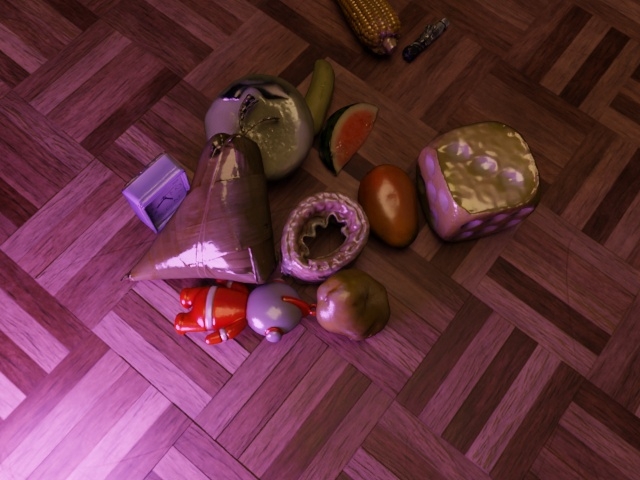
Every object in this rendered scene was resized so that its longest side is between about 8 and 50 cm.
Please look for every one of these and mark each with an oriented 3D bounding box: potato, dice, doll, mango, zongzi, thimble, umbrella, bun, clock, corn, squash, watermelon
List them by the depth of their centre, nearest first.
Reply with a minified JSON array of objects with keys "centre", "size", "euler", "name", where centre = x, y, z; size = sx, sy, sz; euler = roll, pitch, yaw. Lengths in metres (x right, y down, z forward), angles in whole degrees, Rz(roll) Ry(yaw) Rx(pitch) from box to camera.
[{"centre":[0.077,0.149,1.365],"size":[0.137,0.200,0.155],"euler":[-34,52,31],"name":"potato"},{"centre":[-0.170,0.164,1.379],"size":[0.336,0.105,0.200],"euler":[-2,46,2],"name":"doll"},{"centre":[-0.299,-0.114,1.379],"size":[0.418,0.181,0.447],"euler":[-4,94,10],"name":"zongzi"},{"centre":[-0.392,-0.115,1.428],"size":[0.073,0.193,0.144],"euler":[41,74,10],"name":"clock"},{"centre":[0.007,-0.001,1.430],"size":[0.196,0.148,0.229],"euler":[27,71,4],"name":"thimble"},{"centre":[0.387,-0.141,1.457],"size":[0.238,0.227,0.233],"euler":[-13,71,-6],"name":"dice"},{"centre":[0.173,-0.087,1.484],"size":[0.151,0.120,0.221],"euler":[-4,77,-6],"name":"mango"},{"centre":[-0.146,-0.285,1.506],"size":[0.283,0.179,0.283],"euler":[1,98,10],"name":"bun"},{"centre":[0.071,-0.296,1.591],"size":[0.119,0.063,0.245],"euler":[40,68,-21],"name":"watermelon"},{"centre":[-0.014,-0.387,1.610],"size":[0.083,0.083,0.250],"euler":[16,68,3],"name":"squash"},{"centre":[0.129,-0.684,1.704],"size":[0.130,0.130,0.347],"euler":[-25,72,-12],"name":"corn"},{"centre":[0.313,-0.603,1.723],"size":[0.188,0.046,0.050],"euler":[-43,116,-16],"name":"umbrella"}]
